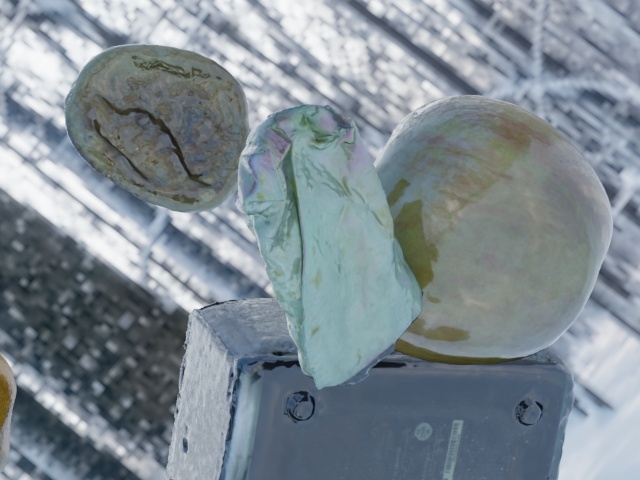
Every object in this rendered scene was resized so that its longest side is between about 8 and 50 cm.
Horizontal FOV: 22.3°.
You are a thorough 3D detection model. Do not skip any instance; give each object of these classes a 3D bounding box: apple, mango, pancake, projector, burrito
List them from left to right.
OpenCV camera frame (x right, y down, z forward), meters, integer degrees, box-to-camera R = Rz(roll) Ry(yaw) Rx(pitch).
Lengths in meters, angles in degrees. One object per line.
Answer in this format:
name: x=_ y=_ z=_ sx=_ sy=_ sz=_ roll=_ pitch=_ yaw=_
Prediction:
mango: x=-0.370 y=0.179 z=1.677 sx=0.115 sy=0.089 sz=0.165 roll=-11 pitch=-59 yaw=-42
pancake: x=-0.232 y=-0.176 z=2.384 sx=0.294 sy=0.294 sz=0.049 roll=-47 pitch=-4 yaw=-33
burrito: x=0.000 y=0.000 z=1.311 sx=0.144 sy=0.089 sz=0.228 roll=-44 pitch=-53 yaw=-35
projector: x=0.049 y=0.279 z=1.823 sx=0.242 sy=0.405 sz=0.395 roll=-141 pitch=57 yaw=-65
apple: x=0.139 y=-0.002 z=1.508 sx=0.256 sy=0.234 sz=0.257 roll=-58 pitch=3 yaw=5
